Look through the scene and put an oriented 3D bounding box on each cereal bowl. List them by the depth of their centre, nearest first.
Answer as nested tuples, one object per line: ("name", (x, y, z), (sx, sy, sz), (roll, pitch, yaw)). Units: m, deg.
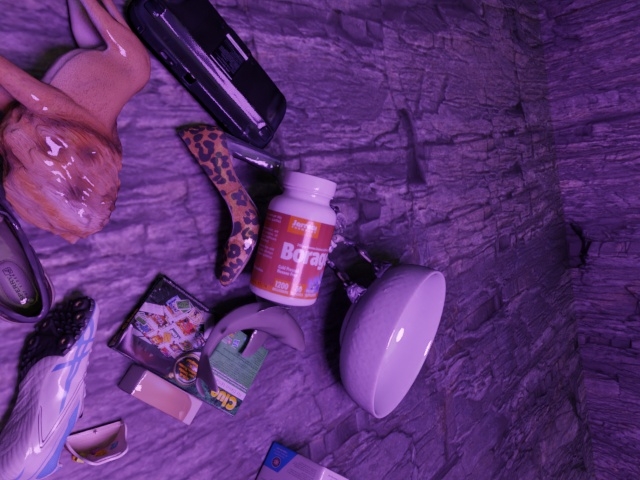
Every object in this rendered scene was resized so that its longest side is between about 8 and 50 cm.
("cereal bowl", (0.145, 0.203, 0.963), (0.339, 0.141, 0.338), (-35, 136, -42))

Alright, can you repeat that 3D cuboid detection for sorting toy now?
("sorting toy", (-0.310, 0.294, 0.610), (0.083, 0.075, 0.044), (-2, 89, -43))

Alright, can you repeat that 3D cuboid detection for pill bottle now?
("pill bottle", (-0.042, -0.005, 0.750), (0.121, 0.121, 0.215), (10, 95, -43))

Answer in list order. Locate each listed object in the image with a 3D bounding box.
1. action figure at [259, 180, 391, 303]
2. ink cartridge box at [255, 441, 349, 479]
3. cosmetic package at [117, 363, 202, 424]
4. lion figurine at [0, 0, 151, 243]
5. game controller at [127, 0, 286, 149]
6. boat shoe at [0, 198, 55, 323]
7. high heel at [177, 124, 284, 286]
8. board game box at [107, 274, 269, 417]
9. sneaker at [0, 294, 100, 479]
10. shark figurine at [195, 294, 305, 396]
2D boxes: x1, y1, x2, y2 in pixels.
("action figure", (0.000, 0.000, 0.875), (0.276, 0.141, 0.164), (43, 85, 10))
("ink cartridge box", (-0.061, 0.499, 0.783), (0.086, 0.148, 0.203), (45, 60, -34))
("cosmetic package", (-0.250, 0.242, 0.680), (0.115, 0.060, 0.041), (45, 59, -30))
("lion figurine", (-0.319, -0.209, 0.589), (0.240, 0.142, 0.391), (45, 55, -40))
("game controller", (-0.183, -0.312, 0.780), (0.319, 0.067, 0.166), (47, 43, -33))
("boat shoe", (-0.417, -0.017, 0.514), (0.103, 0.093, 0.285), (-40, 114, -37))
("high heel", (-0.190, -0.063, 0.758), (0.187, 0.093, 0.260), (20, 83, -21))
("board game box", (-0.210, 0.186, 0.742), (0.259, 0.030, 0.136), (47, 56, -31))
("sneaker", (-0.352, 0.192, 0.583), (0.086, 0.085, 0.236), (50, 49, -61))
("shark figurine", (-0.110, 0.146, 0.747), (0.278, 0.116, 0.166), (-9, 82, -56))
